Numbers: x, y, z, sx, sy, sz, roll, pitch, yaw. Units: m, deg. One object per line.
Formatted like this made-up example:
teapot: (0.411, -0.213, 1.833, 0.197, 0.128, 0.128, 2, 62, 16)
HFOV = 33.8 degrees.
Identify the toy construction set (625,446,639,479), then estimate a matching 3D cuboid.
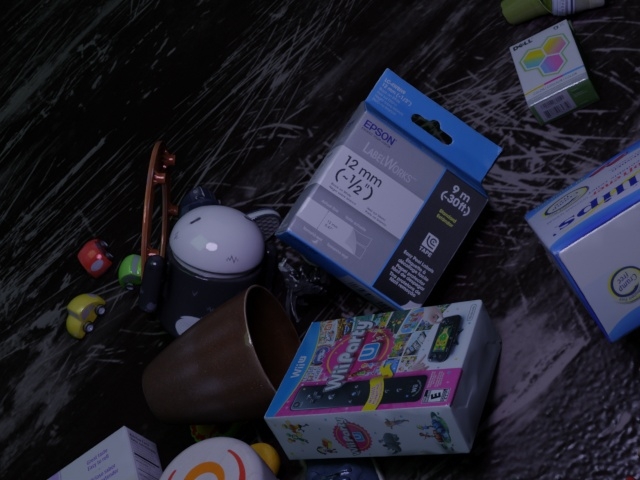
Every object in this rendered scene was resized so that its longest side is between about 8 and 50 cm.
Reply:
toy construction set: (0.528, 0.217, 1.248, 0.237, 0.257, 0.308, 25, 107, 23)

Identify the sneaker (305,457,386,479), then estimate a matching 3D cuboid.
sneaker: (0.023, 0.413, 1.504, 0.131, 0.148, 0.350, -28, 47, 18)

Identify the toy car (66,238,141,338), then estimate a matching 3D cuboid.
toy car: (-0.424, 0.071, 2.142, 0.225, 0.053, 0.239, -16, 52, 27)

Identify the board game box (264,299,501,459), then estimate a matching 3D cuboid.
board game box: (0.097, 0.212, 1.584, 0.304, 0.097, 0.224, -11, 32, 30)

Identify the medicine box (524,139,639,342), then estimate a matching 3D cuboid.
medicine box: (0.437, -0.024, 1.407, 0.264, 0.149, 0.289, -34, 6, 9)

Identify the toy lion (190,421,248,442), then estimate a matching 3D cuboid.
toy lion: (-0.179, 0.312, 1.811, 0.100, 0.034, 0.096, 33, 89, 45)

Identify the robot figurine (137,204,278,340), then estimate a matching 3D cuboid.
robot figurine: (-0.193, 0.072, 1.840, 0.174, 0.278, 0.209, 21, 31, 14)

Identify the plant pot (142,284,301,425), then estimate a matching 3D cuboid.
plant pot: (-0.168, 0.213, 1.724, 0.231, 0.215, 0.215, -23, 49, 16)

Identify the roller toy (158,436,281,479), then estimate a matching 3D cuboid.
roller toy: (-0.150, 0.415, 1.632, 0.191, 0.146, 0.209, -21, 43, 11)

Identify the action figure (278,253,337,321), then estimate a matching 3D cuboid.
action figure: (0.000, 0.000, 1.811, 0.275, 0.141, 0.164, -52, 8, -11)

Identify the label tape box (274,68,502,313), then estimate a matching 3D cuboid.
label tape box: (0.127, -0.083, 1.704, 0.347, 0.249, 0.115, -57, 8, -9)

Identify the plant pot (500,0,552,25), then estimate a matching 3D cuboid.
plant pot: (0.372, -0.429, 1.905, 0.079, 0.083, 0.083, -26, 46, 37)

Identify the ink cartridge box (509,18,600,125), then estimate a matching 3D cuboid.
ink cartridge box: (0.393, -0.306, 1.803, 0.109, 0.062, 0.209, -25, 48, 21)

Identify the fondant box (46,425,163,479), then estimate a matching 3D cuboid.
fondant box: (-0.360, 0.513, 1.753, 0.238, 0.096, 0.330, -35, 44, 11)

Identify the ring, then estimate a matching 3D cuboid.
ring: (-0.294, -0.017, 1.953, 0.032, 0.336, 0.336, 3, 55, -2)

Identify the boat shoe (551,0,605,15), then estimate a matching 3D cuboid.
boat shoe: (0.462, -0.524, 1.898, 0.094, 0.109, 0.302, 1, 62, 9)

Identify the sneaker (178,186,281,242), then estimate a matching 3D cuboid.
sneaker: (-0.182, -0.050, 2.027, 0.226, 0.086, 0.163, -25, 51, 21)
